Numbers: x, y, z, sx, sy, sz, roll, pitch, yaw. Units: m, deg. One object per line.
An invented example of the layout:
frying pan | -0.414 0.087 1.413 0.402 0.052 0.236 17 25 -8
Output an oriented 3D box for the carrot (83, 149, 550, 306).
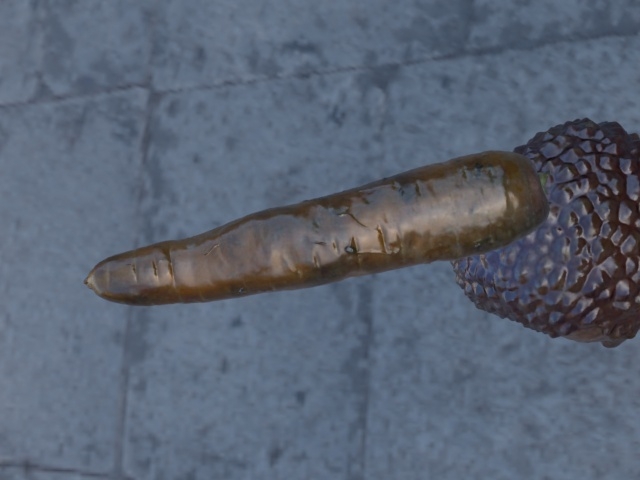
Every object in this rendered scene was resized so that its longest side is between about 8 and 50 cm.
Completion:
carrot | 0.000 0.000 0.502 0.165 0.036 0.036 -13 68 -2

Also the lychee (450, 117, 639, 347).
lychee | 0.203 -0.010 1.185 0.188 0.188 0.188 -9 76 41
